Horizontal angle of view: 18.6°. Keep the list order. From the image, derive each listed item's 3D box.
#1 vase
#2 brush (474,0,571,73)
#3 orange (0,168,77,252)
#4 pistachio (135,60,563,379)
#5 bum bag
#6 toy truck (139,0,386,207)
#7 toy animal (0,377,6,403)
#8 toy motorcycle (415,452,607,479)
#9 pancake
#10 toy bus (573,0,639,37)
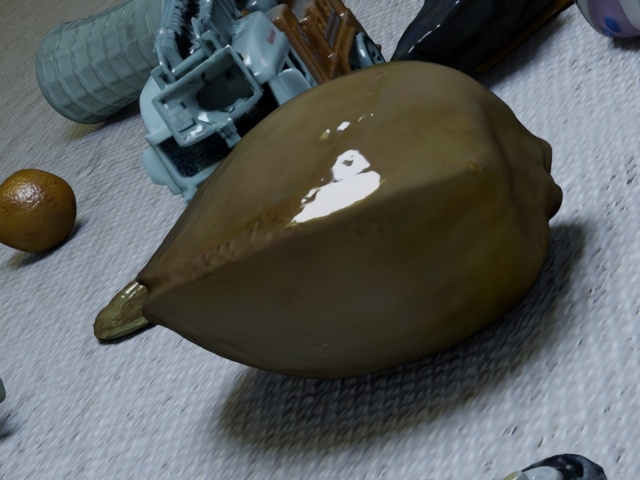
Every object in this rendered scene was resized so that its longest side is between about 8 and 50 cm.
[{"bbox_3d":[-0.164,-0.202,1.951,0.299,0.143,0.143,-15,25,50],"label":"vase"},{"bbox_3d":[0.176,-0.178,1.483,0.170,0.014,0.043,-40,17,-20],"label":"brush"},{"bbox_3d":[-0.256,-0.026,1.724,0.085,0.085,0.085,-30,18,10],"label":"orange"},{"bbox_3d":[0.000,0.000,1.072,0.260,0.163,0.212,-24,-14,33],"label":"pistachio"},{"bbox_3d":[0.128,-0.196,1.490,0.137,0.074,0.310,-44,5,36],"label":"bum bag"},{"bbox_3d":[-0.053,-0.117,1.434,0.133,0.184,0.338,-29,18,17],"label":"toy truck"},{"bbox_3d":[-0.317,0.122,1.388,0.108,0.138,0.236,-8,-17,-40],"label":"toy animal"},{"bbox_3d":[0.011,0.159,0.767,0.228,0.074,0.151,-42,17,-23],"label":"toy motorcycle"},{"bbox_3d":[-0.119,0.038,1.421,0.115,0.011,0.115,-31,18,11],"label":"pancake"},{"bbox_3d":[0.240,-0.236,1.324,0.202,0.142,0.142,-37,23,-17],"label":"toy bus"}]
